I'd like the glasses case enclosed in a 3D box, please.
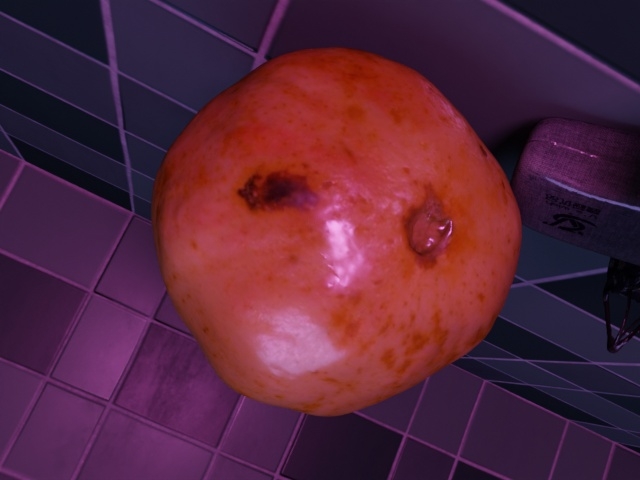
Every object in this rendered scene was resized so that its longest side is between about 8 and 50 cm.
[{"bbox_3d":[0.324,-0.016,0.548,0.323,0.074,0.131,19,164,19],"label":"glasses case"}]

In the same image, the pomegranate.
[{"bbox_3d":[0.000,0.000,0.615,0.342,0.343,0.342,22,166,6],"label":"pomegranate"}]

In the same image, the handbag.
[{"bbox_3d":[0.322,0.051,0.664,0.072,0.139,0.115,30,168,10],"label":"handbag"}]
